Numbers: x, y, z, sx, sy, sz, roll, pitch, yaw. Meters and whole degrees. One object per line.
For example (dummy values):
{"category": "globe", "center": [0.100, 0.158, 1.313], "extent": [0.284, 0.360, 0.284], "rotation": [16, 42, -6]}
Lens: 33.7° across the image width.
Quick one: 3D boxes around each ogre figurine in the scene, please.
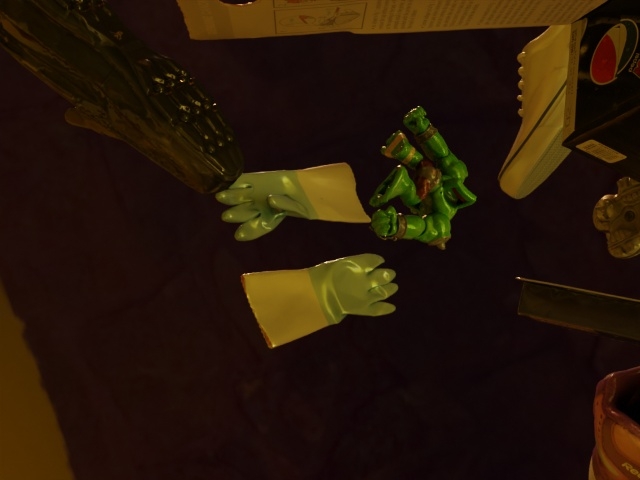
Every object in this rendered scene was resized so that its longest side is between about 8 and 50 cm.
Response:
{"category": "ogre figurine", "center": [0.135, -0.069, 1.391], "extent": [0.097, 0.118, 0.197], "rotation": [-40, -153, 33]}

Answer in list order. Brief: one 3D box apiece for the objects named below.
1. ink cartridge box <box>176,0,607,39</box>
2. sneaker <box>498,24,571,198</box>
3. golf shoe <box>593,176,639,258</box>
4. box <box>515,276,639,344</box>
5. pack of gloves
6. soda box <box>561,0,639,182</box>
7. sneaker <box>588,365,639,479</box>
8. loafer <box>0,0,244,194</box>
{"category": "ink cartridge box", "center": [0.051, -0.131, 0.423], "extent": [0.224, 0.056, 0.181], "rotation": [-1, 175, -1]}
{"category": "sneaker", "center": [0.255, -0.171, 1.151], "extent": [0.091, 0.258, 0.094], "rotation": [35, -167, 25]}
{"category": "golf shoe", "center": [0.294, -0.043, 0.792], "extent": [0.086, 0.069, 0.176], "rotation": [7, 152, -44]}
{"category": "box", "center": [0.267, 0.072, 0.957], "extent": [0.136, 0.037, 0.225], "rotation": [11, 176, 30]}
{"category": "pack of gloves", "center": [0.000, 0.000, 1.162], "extent": [0.232, 0.195, 0.046], "rotation": [-11, 161, -46]}
{"category": "soda box", "center": [0.175, -0.039, 0.407], "extent": [0.168, 0.060, 0.053], "rotation": [22, 154, -24]}
{"category": "sneaker", "center": [0.255, 0.088, 0.580], "extent": [0.236, 0.105, 0.095], "rotation": [-19, -143, 15]}
{"category": "loafer", "center": [-0.150, -0.109, 0.771], "extent": [0.078, 0.223, 0.076], "rotation": [-49, 177, 30]}
